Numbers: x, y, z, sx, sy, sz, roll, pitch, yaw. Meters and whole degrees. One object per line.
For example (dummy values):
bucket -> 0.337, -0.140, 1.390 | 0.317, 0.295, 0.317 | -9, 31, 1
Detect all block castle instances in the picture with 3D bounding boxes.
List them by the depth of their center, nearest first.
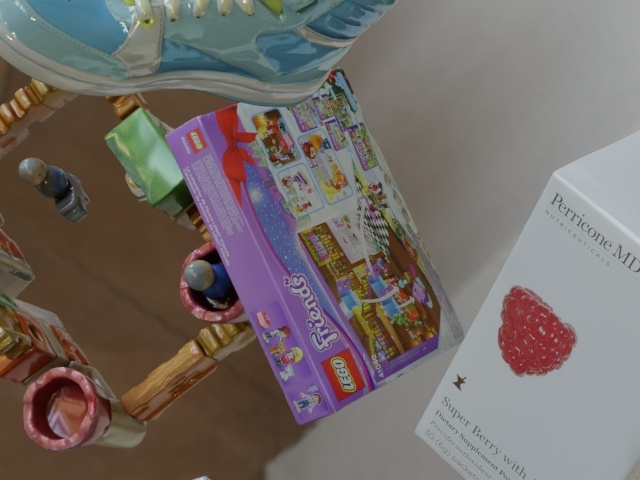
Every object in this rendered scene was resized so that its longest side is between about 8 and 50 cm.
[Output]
block castle -> -0.270, -0.021, 1.799 | 0.453, 0.303, 0.213 | 54, 9, 22

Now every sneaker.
sneaker -> -0.080, -0.199, 1.234 | 0.319, 0.208, 0.127 | -1, 65, -40
sneaker -> -0.212, -0.077, 1.967 | 0.083, 0.032, 0.037 | -94, 168, -50

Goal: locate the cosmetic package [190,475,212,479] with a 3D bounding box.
cosmetic package -> -0.252, 0.443, 1.787 | 0.097, 0.377, 0.284 | 53, 21, -67

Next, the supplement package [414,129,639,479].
supplement package -> 0.235, 0.081, 1.340 | 0.177, 0.293, 0.175 | 42, 40, 23

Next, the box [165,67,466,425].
box -> 0.000, 0.000, 1.573 | 0.201, 0.057, 0.293 | -23, 88, -45
